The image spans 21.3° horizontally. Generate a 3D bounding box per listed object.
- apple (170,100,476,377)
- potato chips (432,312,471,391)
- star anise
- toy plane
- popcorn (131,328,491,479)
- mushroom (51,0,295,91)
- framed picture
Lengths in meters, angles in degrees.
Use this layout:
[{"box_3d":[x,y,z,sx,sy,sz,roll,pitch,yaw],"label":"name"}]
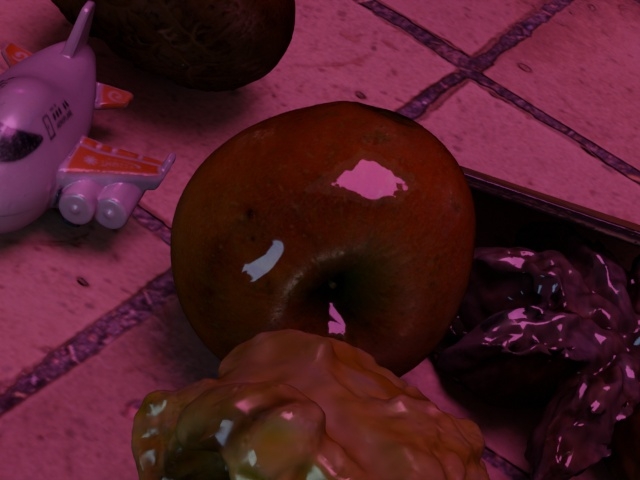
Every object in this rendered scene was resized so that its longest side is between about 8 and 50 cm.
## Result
[{"box_3d":[0.000,0.000,1.298,0.237,0.237,0.207,14,26,-11],"label":"apple"},{"box_3d":[0.110,0.062,1.444,0.142,0.026,0.209,14,38,-7],"label":"potato chips"},{"box_3d":[0.235,0.098,1.372,0.332,0.117,0.331,24,38,-20],"label":"star anise"},{"box_3d":[-0.237,-0.097,1.388,0.245,0.117,0.244,15,38,-12],"label":"toy plane"},{"box_3d":[0.004,0.175,1.134,0.255,0.195,0.256,17,38,-22],"label":"popcorn"},{"box_3d":[-0.134,-0.228,1.520,0.253,0.253,0.153,29,83,9],"label":"mushroom"},{"box_3d":[0.170,-0.043,1.497,0.339,0.014,0.255,19,6,-5],"label":"framed picture"}]
